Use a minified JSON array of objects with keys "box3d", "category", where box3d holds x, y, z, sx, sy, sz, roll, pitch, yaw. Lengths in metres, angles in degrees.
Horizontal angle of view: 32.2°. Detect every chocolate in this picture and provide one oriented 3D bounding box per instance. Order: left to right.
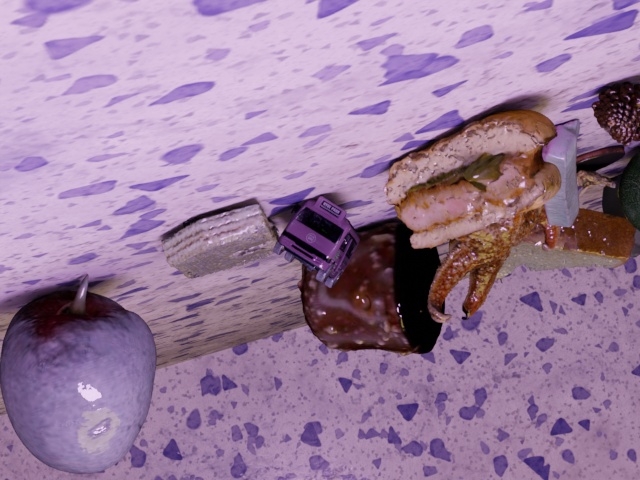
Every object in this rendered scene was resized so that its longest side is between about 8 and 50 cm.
[{"box3d":[0.082,0.092,1.929,0.210,0.225,0.340,-6,175,18],"category":"chocolate"}]

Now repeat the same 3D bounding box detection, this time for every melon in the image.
[{"box3d":[0.598,-0.084,1.873,0.182,0.182,0.287,-19,178,16],"category":"melon"}]

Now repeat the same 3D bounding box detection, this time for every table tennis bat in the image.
[{"box3d":[0.437,-0.119,1.893,0.130,0.019,0.220,-13,170,-15],"category":"table tennis bat"}]

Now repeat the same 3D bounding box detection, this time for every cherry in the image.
[{"box3d":[-0.343,0.190,1.572,0.218,0.296,0.255,-12,-161,-24],"category":"cherry"}]

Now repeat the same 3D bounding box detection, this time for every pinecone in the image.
[{"box3d":[0.371,-0.158,1.336,0.083,0.077,0.077,-40,-175,-31],"category":"pinecone"}]

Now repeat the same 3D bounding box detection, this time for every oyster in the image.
[{"box3d":[0.449,-0.090,1.882,0.146,0.045,0.121,-17,168,-38],"category":"oyster"}]

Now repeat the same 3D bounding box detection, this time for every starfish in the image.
[{"box3d":[0.264,0.006,1.779,0.303,0.113,0.312,-44,142,0],"category":"starfish"}]

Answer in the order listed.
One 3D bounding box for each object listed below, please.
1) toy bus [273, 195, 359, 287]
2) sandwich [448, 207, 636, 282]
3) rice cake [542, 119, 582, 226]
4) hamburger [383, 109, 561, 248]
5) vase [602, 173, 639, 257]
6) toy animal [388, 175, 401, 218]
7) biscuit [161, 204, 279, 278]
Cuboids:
[{"box3d":[0.000,0.000,1.534,0.098,0.087,0.178,-57,171,-1],"category":"toy bus"},{"box3d":[0.392,0.004,2.028,0.288,0.099,0.254,9,159,-10],"category":"sandwich"},{"box3d":[0.348,-0.094,1.596,0.051,0.081,0.290,25,170,20],"category":"rice cake"},{"box3d":[0.197,-0.086,1.346,0.131,0.124,0.262,-34,-173,-35],"category":"hamburger"},{"box3d":[0.691,-0.108,2.087,0.301,0.156,0.251,-28,-163,22],"category":"vase"},{"box3d":[0.125,-0.058,1.525,0.083,0.070,0.159,-17,167,17],"category":"toy animal"},{"box3d":[-0.129,0.003,1.475,0.147,0.046,0.250,-16,172,-1],"category":"biscuit"}]
